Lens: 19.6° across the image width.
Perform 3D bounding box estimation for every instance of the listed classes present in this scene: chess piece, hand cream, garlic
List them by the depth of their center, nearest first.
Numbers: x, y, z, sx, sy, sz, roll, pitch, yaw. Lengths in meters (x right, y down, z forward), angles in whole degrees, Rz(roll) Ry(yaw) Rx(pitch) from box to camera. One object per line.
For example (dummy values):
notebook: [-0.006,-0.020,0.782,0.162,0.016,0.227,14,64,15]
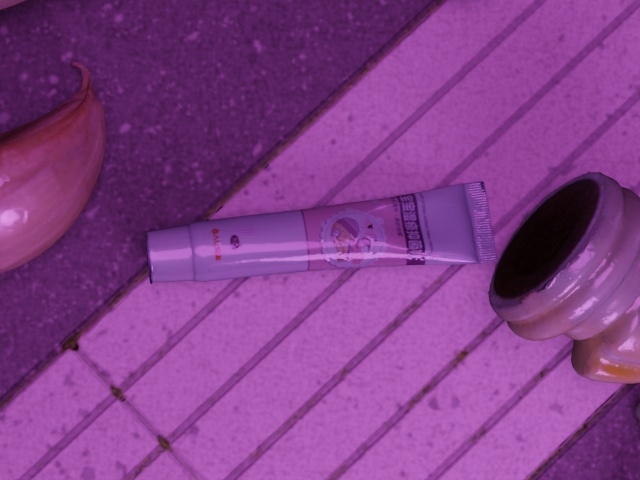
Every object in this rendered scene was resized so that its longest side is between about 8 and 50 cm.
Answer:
garlic: [-0.298,-0.058,1.699,0.245,0.145,0.164,-27,60,-8]
chess piece: [0.316,0.084,1.745,0.298,0.176,0.176,37,85,-16]
hand cream: [0.000,0.000,1.755,0.331,0.058,0.085,-5,65,-10]

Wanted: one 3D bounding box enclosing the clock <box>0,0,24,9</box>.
clock: [-0.326,-0.318,1.632,0.309,0.284,0.114,-17,50,-1]
